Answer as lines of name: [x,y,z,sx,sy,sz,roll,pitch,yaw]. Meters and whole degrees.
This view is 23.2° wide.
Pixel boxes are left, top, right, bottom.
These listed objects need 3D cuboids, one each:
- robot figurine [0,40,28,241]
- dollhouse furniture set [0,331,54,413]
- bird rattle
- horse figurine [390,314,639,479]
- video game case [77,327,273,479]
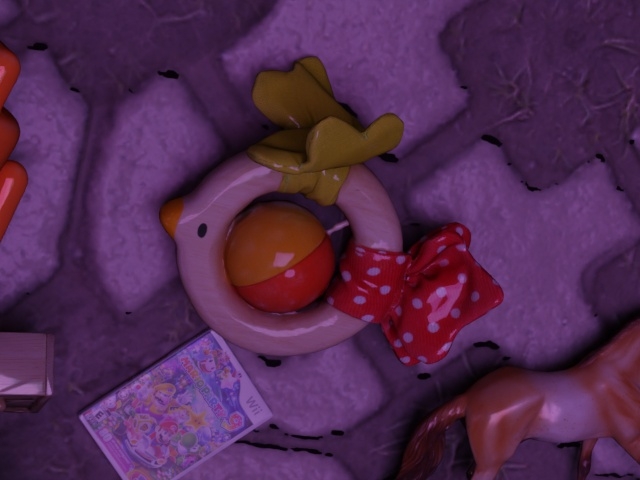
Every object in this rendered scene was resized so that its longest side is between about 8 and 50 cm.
robot figurine: [-0.285,-0.048,1.031,0.128,0.158,0.219,33,95,19]
dollhouse furniture set: [-0.268,0.187,1.053,0.161,0.212,0.242,3,76,-16]
bird rattle: [0.000,0.000,1.141,0.207,0.143,0.253,-26,121,5]
horse figurine: [0.176,0.152,1.225,0.263,0.066,0.174,-7,110,-15]
video game case: [-0.108,0.131,1.177,0.122,0.011,0.087,-33,108,-5]
